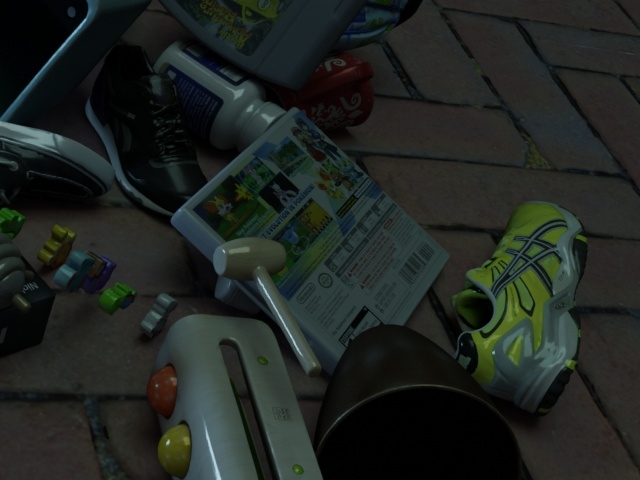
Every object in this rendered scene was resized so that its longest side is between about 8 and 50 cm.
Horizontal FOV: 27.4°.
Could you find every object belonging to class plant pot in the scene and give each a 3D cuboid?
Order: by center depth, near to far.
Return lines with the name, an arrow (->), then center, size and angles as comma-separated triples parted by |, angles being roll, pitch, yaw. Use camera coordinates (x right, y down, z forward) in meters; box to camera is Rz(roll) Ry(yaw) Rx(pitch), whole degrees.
plant pot -> 0.086, 0.191, 1.421 | 0.215, 0.215, 0.230 | 15, 22, -13
plant pot -> -0.360, -0.316, 1.694 | 0.247, 0.248, 0.252 | 50, 27, 5

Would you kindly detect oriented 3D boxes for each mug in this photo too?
mug -> -0.014, -0.219, 1.922 | 0.169, 0.150, 0.113 | -20, 58, -39

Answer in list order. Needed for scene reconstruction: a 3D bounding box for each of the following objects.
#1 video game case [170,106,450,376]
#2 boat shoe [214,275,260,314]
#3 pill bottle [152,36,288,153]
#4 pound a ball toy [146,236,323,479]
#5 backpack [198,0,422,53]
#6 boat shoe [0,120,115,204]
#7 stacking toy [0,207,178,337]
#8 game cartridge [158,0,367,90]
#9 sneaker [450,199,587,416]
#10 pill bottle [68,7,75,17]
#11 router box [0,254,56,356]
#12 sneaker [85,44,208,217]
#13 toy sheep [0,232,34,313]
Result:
video game case -> 0.000, 0.000, 1.668 | 0.300, 0.036, 0.329 | 44, 37, -2
boat shoe -> -0.081, 0.023, 1.642 | 0.063, 0.066, 0.184 | 34, 28, -16
pill bottle -> -0.141, -0.192, 1.838 | 0.186, 0.112, 0.112 | 35, 37, 15
pound a ball toy -> -0.092, 0.168, 1.320 | 0.135, 0.208, 0.319 | 5, 40, -25
backpack -> -0.050, -0.382, 1.989 | 0.290, 0.273, 0.355 | 6, -3, 37
boat shoe -> -0.395, -0.087, 1.577 | 0.301, 0.108, 0.102 | 19, 66, -28
stacking toy -> -0.260, 0.038, 1.437 | 0.167, 0.052, 0.221 | 32, -1, 11
game cartridge -> -0.103, -0.349, 1.807 | 0.294, 0.196, 0.060 | 37, 11, 3
sneaker -> 0.255, 0.056, 1.719 | 0.147, 0.145, 0.385 | 21, 34, -5
pill bottle -> -0.354, -0.428, 1.974 | 0.169, 0.169, 0.301 | 17, 36, -10
router box -> -0.474, 0.046, 1.367 | 0.309, 0.081, 0.243 | -20, 55, -44
sneaker -> -0.223, -0.149, 1.724 | 0.107, 0.124, 0.283 | -10, 47, -38
toy sheep -> -0.339, 0.029, 1.327 | 0.132, 0.091, 0.091 | 33, 36, 15
